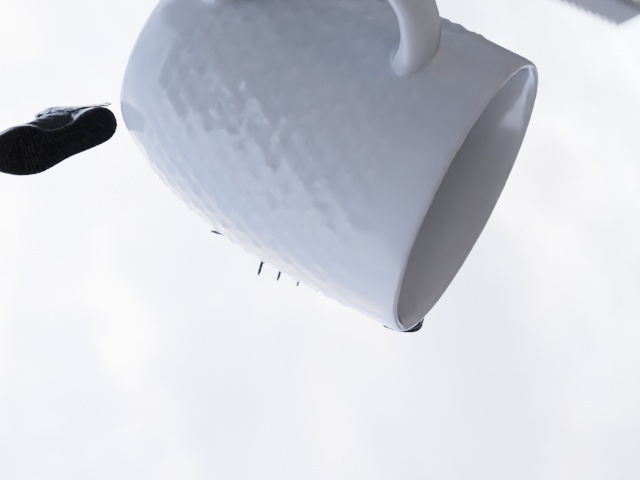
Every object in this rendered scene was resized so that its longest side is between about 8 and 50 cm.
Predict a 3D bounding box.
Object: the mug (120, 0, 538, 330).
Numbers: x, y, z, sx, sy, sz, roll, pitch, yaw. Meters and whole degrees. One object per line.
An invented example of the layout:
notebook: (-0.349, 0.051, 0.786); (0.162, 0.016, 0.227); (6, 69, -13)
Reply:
mug: (-0.001, -0.140, 1.601); (0.328, 0.374, 0.276); (27, -127, 15)

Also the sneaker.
sneaker: (-0.270, -0.104, 1.766); (0.170, 0.089, 0.051); (-21, -75, -29)

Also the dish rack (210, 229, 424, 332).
dish rack: (0.000, 0.000, 1.979); (0.271, 0.074, 0.208); (16, -159, 3)
